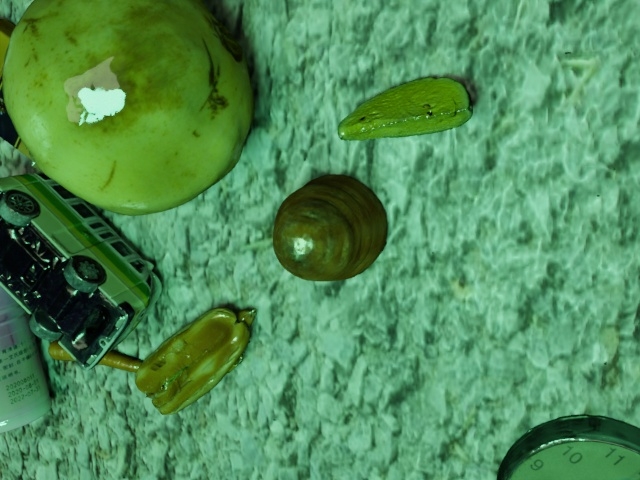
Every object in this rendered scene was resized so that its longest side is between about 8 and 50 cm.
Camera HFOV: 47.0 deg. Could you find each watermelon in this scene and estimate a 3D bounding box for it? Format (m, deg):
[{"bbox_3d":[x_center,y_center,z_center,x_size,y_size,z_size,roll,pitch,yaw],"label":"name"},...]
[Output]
[{"bbox_3d":[0.120,-0.182,0.985,0.182,0.092,0.075,-8,86,28],"label":"watermelon"}]

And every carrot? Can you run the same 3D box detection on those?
[{"bbox_3d":[-0.382,0.201,1.265,0.190,0.037,0.037,8,105,15],"label":"carrot"},{"bbox_3d":[0.000,0.000,0.998,0.159,0.225,0.159,3,102,13],"label":"carrot"}]

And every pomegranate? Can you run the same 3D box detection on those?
[{"bbox_3d":[-0.254,-0.194,0.987,0.333,0.332,0.332,4,104,17],"label":"pomegranate"}]

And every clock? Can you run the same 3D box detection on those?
[{"bbox_3d":[0.388,0.388,1.046,0.281,0.055,0.280,4,104,18],"label":"clock"}]

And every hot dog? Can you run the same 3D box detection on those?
[{"bbox_3d":[-0.200,0.190,1.185,0.269,0.072,0.109,-39,90,23],"label":"hot dog"}]

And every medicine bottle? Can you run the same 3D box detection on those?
[{"bbox_3d":[-0.567,0.188,1.260,0.152,0.152,0.253,-8,99,20],"label":"medicine bottle"}]

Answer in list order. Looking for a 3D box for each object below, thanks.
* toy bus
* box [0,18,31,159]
[{"bbox_3d":[-0.397,0.036,1.154,0.305,0.179,0.143,43,114,5],"label":"toy bus"},{"bbox_3d":[-0.461,-0.227,1.176,0.237,0.070,0.152,35,111,5],"label":"box"}]
